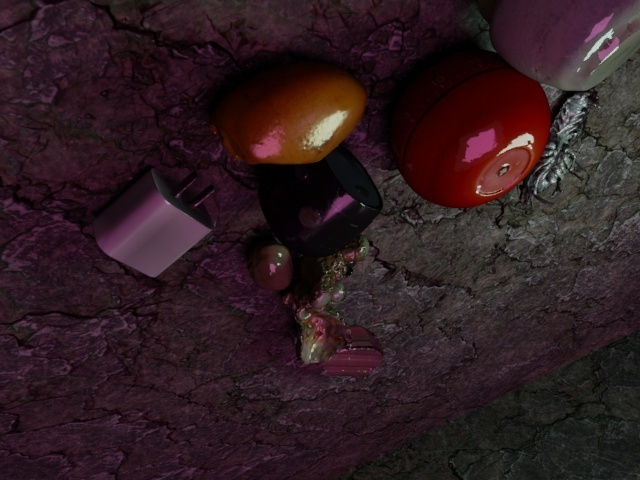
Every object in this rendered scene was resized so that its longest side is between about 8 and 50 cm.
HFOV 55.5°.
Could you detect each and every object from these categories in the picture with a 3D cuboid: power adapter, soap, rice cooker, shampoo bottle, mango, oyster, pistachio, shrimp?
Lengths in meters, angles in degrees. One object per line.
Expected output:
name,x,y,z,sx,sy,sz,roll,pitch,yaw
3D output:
power adapter,-0.348,-0.054,1.358,0.255,0.124,0.187,-38,141,11
soap,0.086,0.387,2.105,0.289,0.112,0.182,7,128,-36
rice cooker,-0.007,-0.099,1.421,0.224,0.267,0.267,-39,141,25
shampoo bottle,0.504,-0.479,1.228,0.323,0.317,0.322,-27,152,-16
mango,-0.048,-0.261,1.270,0.350,0.201,0.199,-25,165,-17
oyster,-0.032,0.266,1.884,0.198,0.133,0.337,-40,135,-9
pistachio,-0.130,0.069,1.626,0.124,0.124,0.185,-31,149,2
shrimp,0.674,-0.246,1.754,0.222,0.166,0.410,17,114,-2

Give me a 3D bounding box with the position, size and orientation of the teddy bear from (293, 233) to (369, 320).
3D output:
teddy bear,0.003,0.110,1.687,0.267,0.156,0.256,-47,159,-37

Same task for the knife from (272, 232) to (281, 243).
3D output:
knife,-0.002,0.001,1.700,0.331,0.044,0.080,13,125,-44

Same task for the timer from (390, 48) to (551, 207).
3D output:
timer,0.358,-0.252,1.451,0.378,0.279,0.378,-19,142,-15
